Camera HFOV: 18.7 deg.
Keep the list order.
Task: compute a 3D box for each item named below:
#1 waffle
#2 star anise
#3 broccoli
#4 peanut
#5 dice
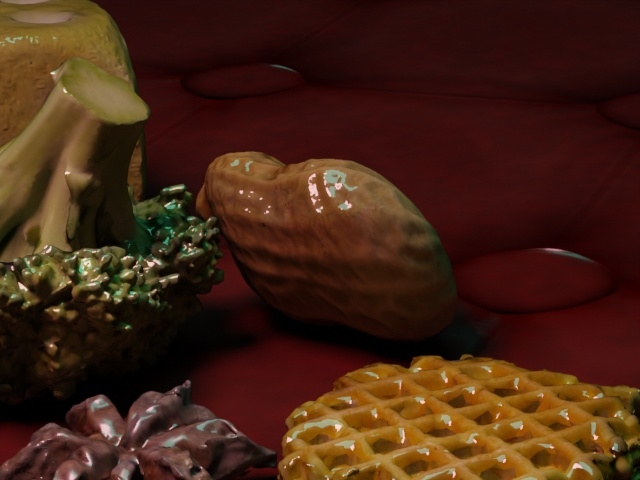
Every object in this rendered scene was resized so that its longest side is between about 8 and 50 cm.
[{"bbox_3d":[0.100,0.136,1.332,0.254,0.052,0.245,5,21,22],"label":"waffle"},{"bbox_3d":[-0.130,0.148,1.310,0.195,0.065,0.182,21,32,39],"label":"star anise"},{"bbox_3d":[-0.215,0.010,1.478,0.260,0.235,0.288,-26,2,32],"label":"broccoli"},{"bbox_3d":[0.000,0.000,1.530,0.233,0.197,0.110,8,60,37],"label":"peanut"},{"bbox_3d":[-0.292,-0.089,1.700,0.233,0.227,0.238,-9,17,-22],"label":"dice"}]
